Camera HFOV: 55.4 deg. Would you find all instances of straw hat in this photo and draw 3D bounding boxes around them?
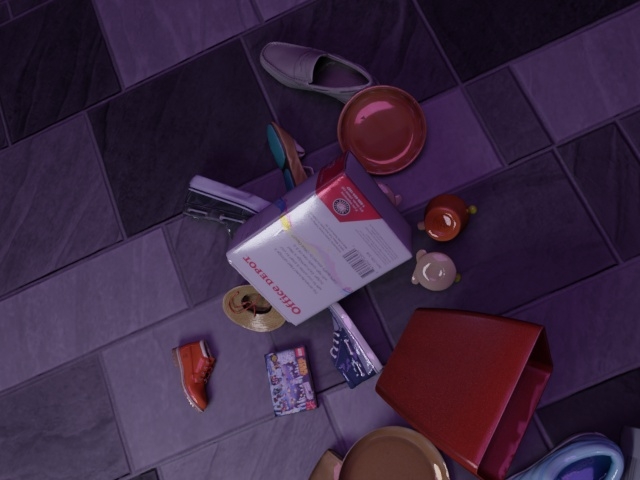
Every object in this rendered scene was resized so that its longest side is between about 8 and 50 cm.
[{"bbox_3d":[-0.140,0.132,1.357,0.145,0.144,0.061,-3,33,10],"label":"straw hat"}]

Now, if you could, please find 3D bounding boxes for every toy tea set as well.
[{"bbox_3d":[0.168,-0.033,1.336,0.336,0.124,0.199,21,110,12],"label":"toy tea set"}]

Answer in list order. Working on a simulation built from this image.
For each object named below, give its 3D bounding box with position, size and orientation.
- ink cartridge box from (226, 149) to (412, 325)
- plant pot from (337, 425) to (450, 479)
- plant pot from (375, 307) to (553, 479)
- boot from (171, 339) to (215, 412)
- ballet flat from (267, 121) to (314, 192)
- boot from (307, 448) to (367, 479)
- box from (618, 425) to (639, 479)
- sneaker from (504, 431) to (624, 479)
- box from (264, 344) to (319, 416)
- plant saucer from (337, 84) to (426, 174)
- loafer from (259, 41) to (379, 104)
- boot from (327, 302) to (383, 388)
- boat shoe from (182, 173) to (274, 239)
[{"bbox_3d":[0.000,0.000,1.232,0.306,0.131,0.226,-31,112,24],"label":"ink cartridge box"},{"bbox_3d":[0.140,0.484,1.189,0.237,0.032,0.236,4,73,-15],"label":"plant pot"},{"bbox_3d":[0.262,0.273,1.144,0.236,0.267,0.267,21,73,32],"label":"plant pot"},{"bbox_3d":[-0.267,0.297,1.347,0.085,0.059,0.157,-22,72,0],"label":"boot"},{"bbox_3d":[-0.061,-0.175,1.429,0.073,0.080,0.232,-13,74,-21],"label":"ballet flat"},{"bbox_3d":[0.033,0.592,1.196,0.236,0.089,0.269,34,81,11],"label":"boot"},{"bbox_3d":[0.707,0.449,1.031,0.346,0.215,0.168,13,79,15],"label":"box"},{"bbox_3d":[0.400,0.483,1.116,0.366,0.150,0.135,-45,71,-2],"label":"sneaker"},{"bbox_3d":[-0.064,0.304,1.319,0.094,0.027,0.136,-15,73,6],"label":"box"},{"bbox_3d":[0.138,-0.249,1.382,0.200,0.037,0.199,1,101,4],"label":"plant saucer"},{"bbox_3d":[-0.006,-0.407,1.445,0.320,0.111,0.112,22,81,16],"label":"loafer"},{"bbox_3d":[0.047,0.217,1.296,0.086,0.069,0.190,-34,74,-2],"label":"boot"},{"bbox_3d":[-0.167,-0.047,1.397,0.335,0.121,0.119,21,91,25],"label":"boat shoe"}]
